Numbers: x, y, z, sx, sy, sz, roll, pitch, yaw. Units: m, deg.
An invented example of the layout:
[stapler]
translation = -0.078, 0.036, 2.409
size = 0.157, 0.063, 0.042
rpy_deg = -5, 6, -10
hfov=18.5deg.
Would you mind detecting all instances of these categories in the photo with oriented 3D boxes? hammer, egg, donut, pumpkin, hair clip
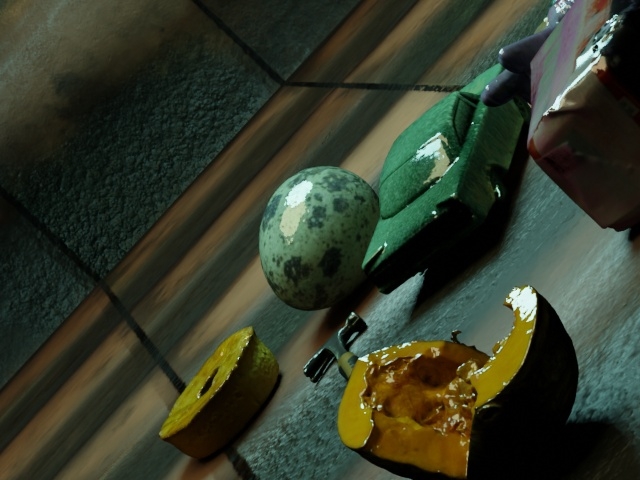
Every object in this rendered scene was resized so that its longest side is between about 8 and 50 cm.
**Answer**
[hammer]
translation = 0.023, 0.117, 1.856
size = 0.078, 0.021, 0.201
rpy_deg = -47, 10, 2
[egg]
translation = 0.000, 0.000, 2.069
size = 0.132, 0.132, 0.172
rpy_deg = -35, 27, 45
[donut]
translation = -0.102, 0.163, 2.064
size = 0.152, 0.058, 0.152
rpy_deg = -45, 11, 12
[pumpkin]
translation = 0.109, 0.112, 1.342
size = 0.183, 0.107, 0.119
rpy_deg = -24, 32, 45
[hair clip]
translation = 0.248, -0.208, 1.949
size = 0.278, 0.090, 0.137
rpy_deg = -54, -7, -40

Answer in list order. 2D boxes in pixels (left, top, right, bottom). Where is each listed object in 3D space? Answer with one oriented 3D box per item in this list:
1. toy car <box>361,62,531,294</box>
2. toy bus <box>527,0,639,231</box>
[toy car]
translation = 0.128, -0.076, 1.943
size = 0.141, 0.097, 0.321
rpy_deg = -39, 14, 30
[toy bus]
translation = 0.253, -0.134, 1.606
size = 0.147, 0.127, 0.303
rpy_deg = -45, 11, 24
